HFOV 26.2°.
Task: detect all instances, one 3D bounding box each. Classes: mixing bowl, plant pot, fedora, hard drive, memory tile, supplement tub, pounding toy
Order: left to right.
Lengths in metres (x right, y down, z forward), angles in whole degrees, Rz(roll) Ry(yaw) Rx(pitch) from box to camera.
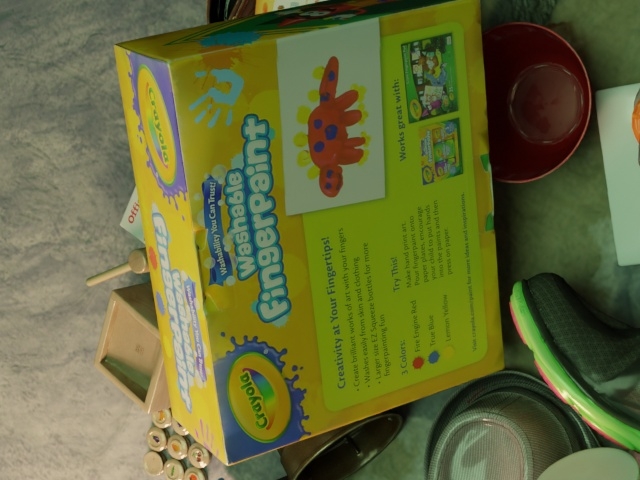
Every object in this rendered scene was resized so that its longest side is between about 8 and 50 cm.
[{"bbox_3d":[-0.236,0.098,1.901,0.181,0.094,0.206,36,121,33],"label":"pounding toy"},{"bbox_3d":[-0.199,0.276,1.952,0.113,0.012,0.148,17,103,29],"label":"memory tile"},{"bbox_3d":[-0.008,0.209,1.753,0.167,0.167,0.165,-48,62,25],"label":"plant pot"},{"bbox_3d":[0.211,0.298,1.638,0.243,0.124,0.276,18,104,29],"label":"fedora"},{"bbox_3d":[0.243,-0.159,1.591,0.181,0.098,0.182,3,97,31],"label":"mixing bowl"},{"bbox_3d":[0.324,0.346,1.525,0.144,0.144,0.200,-11,114,32],"label":"supplement tub"},{"bbox_3d":[0.463,-0.089,1.497,0.307,0.040,0.203,-8,90,32],"label":"hard drive"}]

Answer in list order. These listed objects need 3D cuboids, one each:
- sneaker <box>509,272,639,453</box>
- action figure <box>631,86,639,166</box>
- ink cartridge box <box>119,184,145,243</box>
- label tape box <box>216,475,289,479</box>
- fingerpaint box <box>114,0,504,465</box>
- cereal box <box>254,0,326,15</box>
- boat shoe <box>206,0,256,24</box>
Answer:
[{"bbox_3d":[0.423,0.165,1.493,0.482,0.185,0.202,33,92,22],"label":"sneaker"},{"bbox_3d":[0.434,-0.126,1.360,0.330,0.178,0.341,36,106,58],"label":"action figure"},{"bbox_3d":[-0.173,-0.032,1.873,0.175,0.072,0.127,34,111,24],"label":"ink cartridge box"},{"bbox_3d":[-0.051,0.383,1.732,0.347,0.249,0.115,31,110,25],"label":"label tape box"},{"bbox_3d":[-0.002,-0.029,1.526,0.163,0.371,0.445,27,129,58],"label":"fingerpaint box"},{"bbox_3d":[0.025,-0.259,1.708,0.240,0.047,0.173,8,95,32],"label":"cereal box"},{"bbox_3d":[-0.104,-0.366,1.802,0.073,0.073,0.207,13,100,31],"label":"boat shoe"}]
